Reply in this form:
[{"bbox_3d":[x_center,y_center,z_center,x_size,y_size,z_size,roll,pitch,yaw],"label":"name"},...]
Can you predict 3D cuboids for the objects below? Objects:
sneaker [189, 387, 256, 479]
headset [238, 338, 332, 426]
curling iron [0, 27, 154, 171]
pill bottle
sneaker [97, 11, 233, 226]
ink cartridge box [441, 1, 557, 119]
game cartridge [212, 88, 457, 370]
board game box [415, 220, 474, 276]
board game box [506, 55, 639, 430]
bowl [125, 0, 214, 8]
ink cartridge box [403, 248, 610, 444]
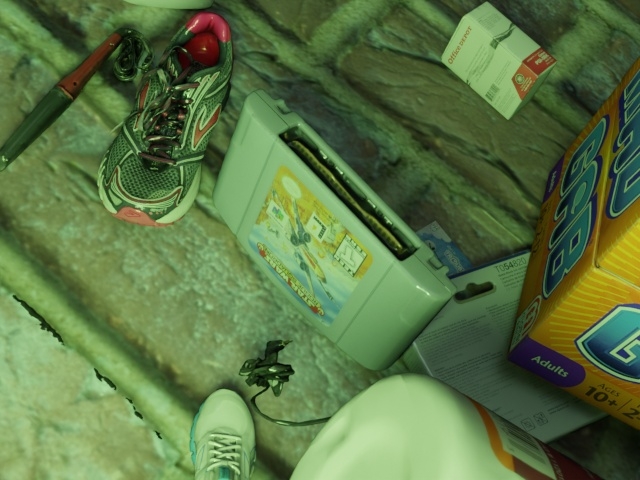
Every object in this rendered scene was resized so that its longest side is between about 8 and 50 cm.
[{"bbox_3d":[-0.094,0.230,0.863,0.071,0.083,0.191,7,57,-11],"label":"sneaker"},{"bbox_3d":[0.073,0.259,0.872,0.394,0.185,0.243,47,72,-6],"label":"headset"},{"bbox_3d":[-0.299,-0.176,1.074,0.068,0.035,0.274,36,56,7],"label":"curling iron"},{"bbox_3d":[0.172,0.287,0.694,0.392,0.224,0.224,33,54,-21],"label":"pill bottle"},{"bbox_3d":[-0.182,-0.148,1.047,0.120,0.112,0.299,17,57,-6],"label":"sneaker"},{"bbox_3d":[0.251,-0.255,1.246,0.135,0.099,0.056,45,58,11],"label":"ink cartridge box"},{"bbox_3d":[0.000,0.000,0.958,0.297,0.198,0.062,46,50,13],"label":"game cartridge"},{"bbox_3d":[0.136,0.031,1.088,0.090,0.020,0.090,-29,71,-30],"label":"board game box"},{"bbox_3d":[0.472,-0.005,0.967,0.356,0.356,0.356,28,46,-1],"label":"board game box"},{"bbox_3d":[-0.215,-0.391,1.220,0.142,0.053,0.142,0,62,-16],"label":"bowl"},{"bbox_3d":[0.214,0.137,1.031,0.223,0.045,0.224,-16,65,-25],"label":"ink cartridge box"}]
